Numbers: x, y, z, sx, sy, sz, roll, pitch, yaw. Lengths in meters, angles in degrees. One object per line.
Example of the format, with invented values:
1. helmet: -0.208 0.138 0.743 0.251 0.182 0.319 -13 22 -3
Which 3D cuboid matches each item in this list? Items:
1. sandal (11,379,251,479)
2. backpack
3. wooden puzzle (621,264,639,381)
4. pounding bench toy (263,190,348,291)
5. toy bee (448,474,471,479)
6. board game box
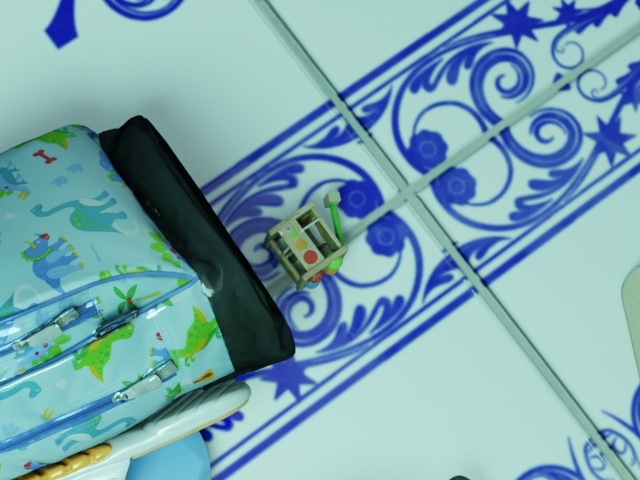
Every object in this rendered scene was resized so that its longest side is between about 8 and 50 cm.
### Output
1. sandal: -0.174 0.201 1.432 0.265 0.102 0.076 -22 99 -1
2. backpack: -0.251 0.058 1.419 0.355 0.273 0.290 -35 49 0
3. wooden puzzle: 0.487 0.150 1.577 0.348 0.080 0.322 -8 77 -9
4. pounding bench toy: 0.000 0.000 1.566 0.083 0.052 0.065 -36 83 -14
5. toy bee: 0.211 0.351 1.431 0.195 0.162 0.298 -42 109 -51
6. board game box: -0.182 0.216 1.499 0.168 0.033 0.133 -2 80 -2
